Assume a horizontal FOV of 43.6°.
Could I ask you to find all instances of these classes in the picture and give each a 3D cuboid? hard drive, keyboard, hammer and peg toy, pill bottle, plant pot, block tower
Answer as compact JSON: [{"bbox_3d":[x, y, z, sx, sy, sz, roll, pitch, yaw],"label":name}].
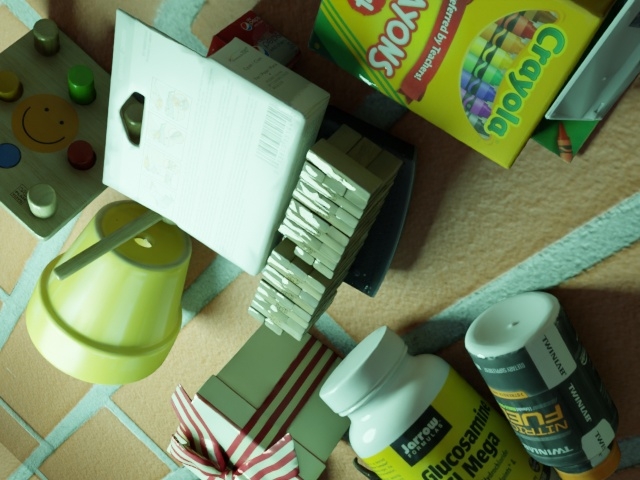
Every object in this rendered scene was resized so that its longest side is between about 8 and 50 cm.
[{"bbox_3d":[0.039,-0.052,1.069,0.172,0.054,0.254,28,137,16],"label":"hard drive"},{"bbox_3d":[0.297,-0.204,0.720,0.256,0.072,0.014,-61,37,42],"label":"keyboard"},{"bbox_3d":[-0.367,-0.126,1.168,0.361,0.266,0.127,44,158,0],"label":"hammer and peg toy"},{"bbox_3d":[0.165,0.288,1.155,0.334,0.188,0.188,44,139,-2],"label":"pill bottle"},{"bbox_3d":[0.295,0.197,1.022,0.130,0.130,0.245,-15,114,44],"label":"pill bottle"},{"bbox_3d":[-0.333,0.072,1.337,0.254,0.254,0.239,38,124,6],"label":"plant pot"},{"bbox_3d":[0.000,0.000,1.033,0.091,0.097,0.335,35,140,9],"label":"block tower"}]

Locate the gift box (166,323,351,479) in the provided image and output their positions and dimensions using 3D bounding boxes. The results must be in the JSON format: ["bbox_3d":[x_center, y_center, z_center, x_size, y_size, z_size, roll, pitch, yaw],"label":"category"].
[{"bbox_3d":[-0.092,0.289,1.303,0.255,0.258,0.276,34,139,10],"label":"gift box"}]

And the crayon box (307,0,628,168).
[{"bbox_3d":[0.157,-0.215,0.823,0.318,0.081,0.202,33,137,11],"label":"crayon box"}]

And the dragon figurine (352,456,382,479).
[{"bbox_3d":[0.172,0.434,1.349,0.289,0.085,0.144,-12,115,42],"label":"dragon figurine"}]

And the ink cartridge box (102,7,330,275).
[{"bbox_3d":[-0.145,-0.125,1.016,0.261,0.066,0.296,32,137,9],"label":"ink cartridge box"}]

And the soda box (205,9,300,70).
[{"bbox_3d":[-0.123,-0.172,1.073,0.092,0.083,0.263,38,138,2],"label":"soda box"}]
